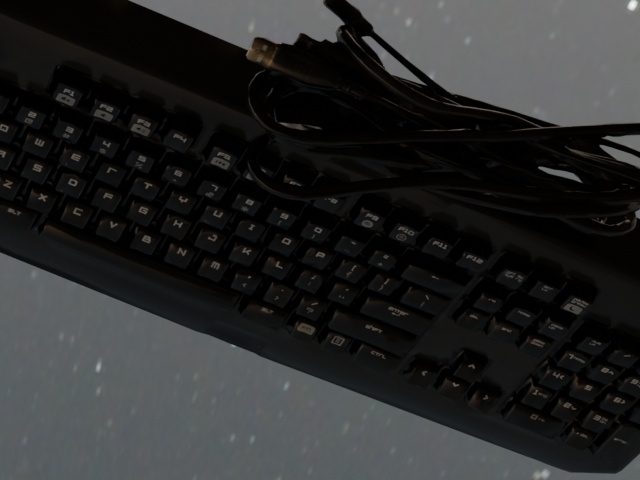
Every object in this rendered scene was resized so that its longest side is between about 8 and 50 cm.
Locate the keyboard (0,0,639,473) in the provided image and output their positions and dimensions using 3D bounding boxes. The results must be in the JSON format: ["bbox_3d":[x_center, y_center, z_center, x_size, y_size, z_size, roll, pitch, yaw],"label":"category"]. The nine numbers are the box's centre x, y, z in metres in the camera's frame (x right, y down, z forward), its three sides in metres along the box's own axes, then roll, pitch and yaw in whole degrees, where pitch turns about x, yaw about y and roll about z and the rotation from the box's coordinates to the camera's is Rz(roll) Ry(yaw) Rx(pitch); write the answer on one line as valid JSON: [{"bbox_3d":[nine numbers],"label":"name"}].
[{"bbox_3d":[0.000,0.000,0.369,0.192,0.100,0.038,21,-139,-14],"label":"keyboard"}]
